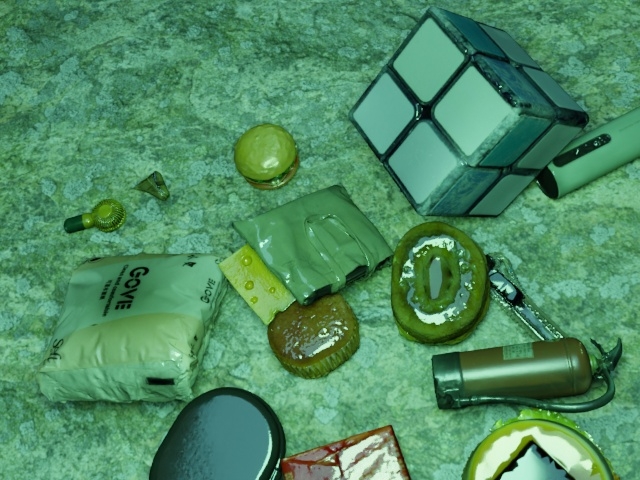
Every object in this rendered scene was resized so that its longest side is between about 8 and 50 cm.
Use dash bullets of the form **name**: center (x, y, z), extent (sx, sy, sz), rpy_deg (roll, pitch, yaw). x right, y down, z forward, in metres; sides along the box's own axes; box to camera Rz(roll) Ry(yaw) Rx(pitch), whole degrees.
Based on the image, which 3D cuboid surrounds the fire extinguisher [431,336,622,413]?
- **fire extinguisher**: center (0.411, 0.279, 1.464), extent (0.376, 0.113, 0.200), rpy_deg (-10, 44, 11)

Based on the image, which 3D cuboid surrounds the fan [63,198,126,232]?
- **fan**: center (-0.557, -0.053, 1.852), extent (0.155, 0.039, 0.082), rpy_deg (-16, 64, 2)

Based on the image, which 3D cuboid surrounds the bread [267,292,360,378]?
- **bread**: center (-0.016, 0.193, 1.612), extent (0.199, 0.104, 0.199), rpy_deg (-4, 62, 9)

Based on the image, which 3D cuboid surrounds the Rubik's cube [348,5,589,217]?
- **Rubik's cube**: center (0.307, -0.256, 1.596), extent (0.313, 0.318, 0.316), rpy_deg (-51, 58, 32)

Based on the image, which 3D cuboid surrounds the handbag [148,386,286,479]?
- **handbag**: center (-0.204, 0.452, 1.526), extent (0.254, 0.093, 0.308), rpy_deg (24, 71, 17)

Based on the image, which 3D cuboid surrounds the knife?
- **knife**: center (0.456, 0.163, 1.584), extent (0.089, 0.043, 0.365), rpy_deg (-39, 66, -1)

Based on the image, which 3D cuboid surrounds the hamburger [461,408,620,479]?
- **hamburger**: center (0.398, 0.461, 1.379), extent (0.276, 0.179, 0.294), rpy_deg (39, 79, 26)

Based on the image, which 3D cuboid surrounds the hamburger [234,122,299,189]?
- **hamburger**: center (-0.129, -0.199, 1.810), extent (0.162, 0.115, 0.162), rpy_deg (-5, 63, 9)

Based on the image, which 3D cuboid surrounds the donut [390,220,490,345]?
- **donut**: center (0.251, 0.087, 1.589), extent (0.209, 0.128, 0.261), rpy_deg (-5, 74, 11)

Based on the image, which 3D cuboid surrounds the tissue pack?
- **tissue pack**: center (-0.399, 0.181, 1.640), extent (0.390, 0.195, 0.375), rpy_deg (-5, 43, 7)

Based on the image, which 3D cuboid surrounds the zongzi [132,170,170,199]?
- **zongzi**: center (-0.420, -0.121, 1.866), extent (0.083, 0.040, 0.076), rpy_deg (-30, 70, 7)

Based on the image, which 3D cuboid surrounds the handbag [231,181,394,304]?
- **handbag**: center (0.000, 0.004, 1.653), extent (0.316, 0.109, 0.253), rpy_deg (-21, 60, -39)

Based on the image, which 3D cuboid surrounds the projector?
- **projector**: center (0.648, -0.210, 1.696), extent (0.337, 0.108, 0.108), rpy_deg (-27, 64, -4)

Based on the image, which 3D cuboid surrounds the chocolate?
- **chocolate**: center (0.067, 0.505, 1.450), extent (0.235, 0.108, 0.237), rpy_deg (-19, 65, -1)

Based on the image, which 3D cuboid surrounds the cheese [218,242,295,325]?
- **cheese**: center (-0.126, 0.105, 1.636), extent (0.093, 0.126, 0.171), rpy_deg (-39, 51, -8)
